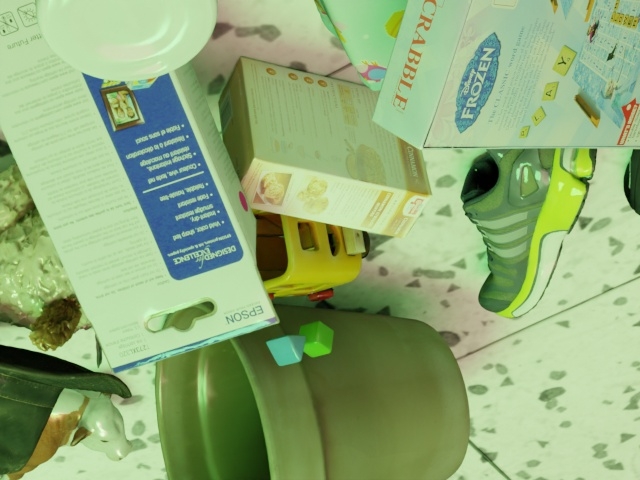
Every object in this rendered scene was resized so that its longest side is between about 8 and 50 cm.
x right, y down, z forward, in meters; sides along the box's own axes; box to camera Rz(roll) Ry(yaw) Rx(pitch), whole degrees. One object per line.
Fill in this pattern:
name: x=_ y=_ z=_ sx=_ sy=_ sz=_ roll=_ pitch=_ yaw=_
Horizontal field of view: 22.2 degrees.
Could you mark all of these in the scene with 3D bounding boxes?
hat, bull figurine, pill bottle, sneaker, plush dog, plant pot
hat: x=-0.365 y=0.164 z=1.661 sx=0.331 sy=0.134 sz=0.331 roll=14 pitch=174 yaw=1
bull figurine: x=-0.382 y=0.227 z=1.905 sx=0.310 sy=0.101 sz=0.188 roll=9 pitch=138 yaw=-21
pill bottle: x=-0.157 y=-0.255 z=1.288 sx=0.136 sy=0.246 sz=0.136 roll=-5 pitch=139 yaw=-4
sneaker: x=0.206 y=-0.029 z=1.738 sx=0.121 sy=0.111 sz=0.300 roll=19 pitch=141 yaw=4
plush dog: x=-0.323 y=0.015 z=1.632 sx=0.225 sy=0.211 sz=0.262 roll=6 pitch=143 yaw=18
plant pot: x=0.000 y=0.202 z=1.829 sx=0.280 sy=0.323 sz=0.323 roll=-10 pitch=142 yaw=-27

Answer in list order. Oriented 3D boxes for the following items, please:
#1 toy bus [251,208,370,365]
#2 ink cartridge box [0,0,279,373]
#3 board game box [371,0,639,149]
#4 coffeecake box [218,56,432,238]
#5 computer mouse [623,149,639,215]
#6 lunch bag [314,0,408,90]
toy bus: x=-0.006 y=0.005 z=1.647 sx=0.104 sy=0.202 sz=0.191 roll=-16 pitch=126 yaw=36
ink cartridge box: x=-0.178 y=-0.073 z=1.482 sx=0.175 sy=0.069 sz=0.371 roll=-18 pitch=103 yaw=15
board game box: x=0.212 y=-0.231 z=1.338 sx=0.318 sy=0.066 sz=0.319 roll=-3 pitch=117 yaw=-45
coffeecake box: x=0.003 y=-0.089 z=1.584 sx=0.185 sy=0.142 sz=0.068 roll=11 pitch=134 yaw=-21
computer mouse: x=0.334 y=-0.092 z=1.687 sx=0.184 sy=0.060 sz=0.262 roll=11 pitch=147 yaw=1
lunch bag: x=0.103 y=-0.286 z=1.373 sx=0.262 sy=0.160 sz=0.223 roll=-26 pitch=135 yaw=-1
